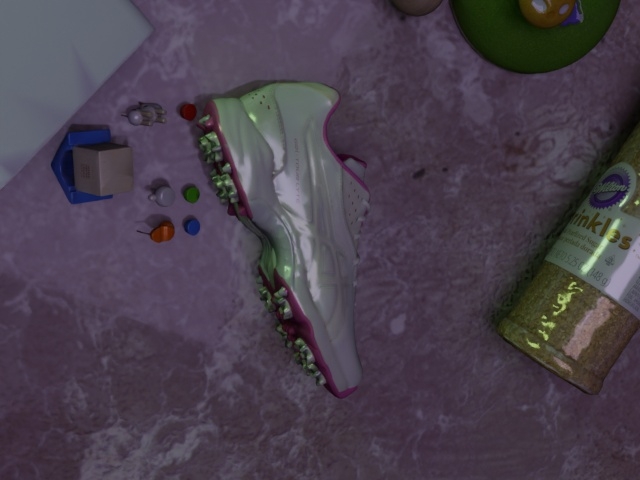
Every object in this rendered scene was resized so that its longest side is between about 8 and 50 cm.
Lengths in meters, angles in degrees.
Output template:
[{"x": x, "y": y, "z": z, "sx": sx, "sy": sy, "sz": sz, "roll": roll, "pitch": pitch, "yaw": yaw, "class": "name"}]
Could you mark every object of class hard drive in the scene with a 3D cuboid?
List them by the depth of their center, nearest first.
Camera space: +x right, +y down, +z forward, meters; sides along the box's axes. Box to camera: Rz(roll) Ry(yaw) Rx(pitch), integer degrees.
[{"x": -0.292, "y": -0.215, "z": 0.603, "sx": 0.319, "sy": 0.040, "sz": 0.210, "roll": 49, "pitch": 52, "yaw": -24, "class": "hard drive"}]

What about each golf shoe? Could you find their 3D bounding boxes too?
[{"x": 0.000, "y": 0.000, "z": 0.762, "sx": 0.140, "sy": 0.115, "sz": 0.306, "roll": -25, "pitch": 110, "yaw": -15, "class": "golf shoe"}]

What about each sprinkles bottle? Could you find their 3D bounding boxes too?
[{"x": 0.323, "y": -0.020, "z": 0.838, "sx": 0.121, "sy": 0.121, "sz": 0.355, "roll": 33, "pitch": 92, "yaw": -19, "class": "sprinkles bottle"}]

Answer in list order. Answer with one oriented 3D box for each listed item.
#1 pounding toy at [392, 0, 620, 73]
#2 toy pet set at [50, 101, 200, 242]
[{"x": 0.199, "y": -0.254, "z": 0.760, "sx": 0.236, "sy": 0.110, "sz": 0.183, "roll": 17, "pitch": 97, "yaw": -18, "class": "pounding toy"}, {"x": -0.172, "y": -0.060, "z": 0.739, "sx": 0.114, "sy": 0.065, "sz": 0.122, "roll": -16, "pitch": 112, "yaw": -48, "class": "toy pet set"}]
